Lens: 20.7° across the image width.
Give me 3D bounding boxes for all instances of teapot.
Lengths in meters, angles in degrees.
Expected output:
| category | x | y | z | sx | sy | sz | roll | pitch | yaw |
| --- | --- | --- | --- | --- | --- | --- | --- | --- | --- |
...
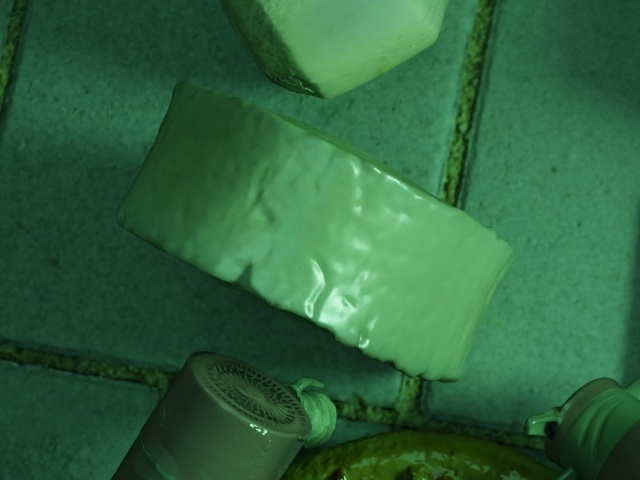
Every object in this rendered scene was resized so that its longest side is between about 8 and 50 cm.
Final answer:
| category | x | y | z | sx | sy | sz | roll | pitch | yaw |
| --- | --- | --- | --- | --- | --- | --- | --- | --- | --- |
| teapot | -0.023 | 0.156 | 1.612 | 0.057 | 0.083 | 0.067 | 29 | 90 | 26 |

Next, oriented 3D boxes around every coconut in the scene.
| category | x | y | z | sx | sy | sz | roll | pitch | yaw |
| --- | --- | --- | --- | --- | --- | --- | --- | --- | --- |
| coconut | 0.024 | -0.257 | 1.625 | 0.234 | 0.224 | 0.224 | -34 | 69 | 21 |

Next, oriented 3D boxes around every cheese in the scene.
| category | x | y | z | sx | sy | sz | roll | pitch | yaw |
| --- | --- | --- | --- | --- | --- | --- | --- | --- | --- |
| cheese | 0.000 | -0.003 | 1.529 | 0.292 | 0.332 | 0.153 | 24 | 85 | 48 |

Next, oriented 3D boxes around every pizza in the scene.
| category | x | y | z | sx | sy | sz | roll | pitch | yaw |
| --- | --- | --- | --- | --- | --- | --- | --- | --- | --- |
| pizza | 0.047 | 0.255 | 1.570 | 0.268 | 0.087 | 0.257 | 31 | 86 | 24 |

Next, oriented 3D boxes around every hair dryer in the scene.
| category | x | y | z | sx | sy | sz | roll | pitch | yaw |
| --- | --- | --- | --- | --- | --- | --- | --- | --- | --- |
| hair dryer | -0.036 | 0.281 | 1.488 | 0.352 | 0.125 | 0.210 | 40 | 106 | 25 |

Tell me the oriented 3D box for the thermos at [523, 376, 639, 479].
| category | x | y | z | sx | sy | sz | roll | pitch | yaw |
| --- | --- | --- | --- | --- | --- | --- | --- | --- | --- |
| thermos | 0.291 | 0.225 | 1.424 | 0.176 | 0.146 | 0.265 | -43 | 52 | -13 |
